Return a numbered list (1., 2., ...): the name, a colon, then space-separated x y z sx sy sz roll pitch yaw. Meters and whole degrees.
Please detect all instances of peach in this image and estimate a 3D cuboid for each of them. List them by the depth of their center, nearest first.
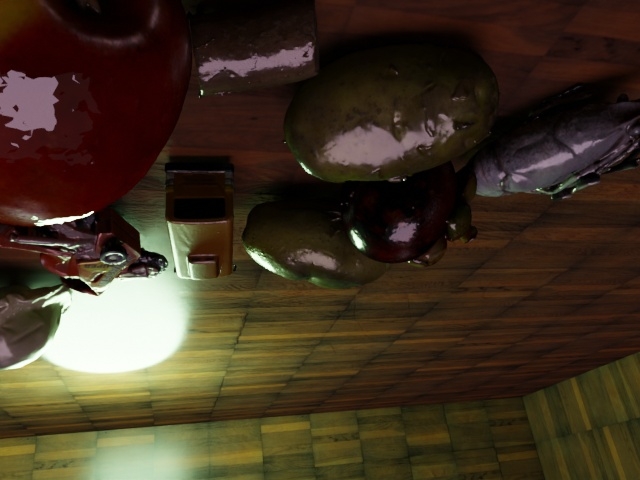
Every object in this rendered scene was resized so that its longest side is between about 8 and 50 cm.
1. peach: -0.270 -0.121 0.462 0.362 0.201 0.258 -29 147 31

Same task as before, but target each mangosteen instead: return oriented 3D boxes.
1. mangosteen: 0.125 -0.049 0.732 0.200 0.199 0.200 -6 153 -3

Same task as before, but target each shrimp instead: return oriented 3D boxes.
1. shrimp: 0.358 -0.129 0.716 0.343 0.116 0.145 -17 153 33

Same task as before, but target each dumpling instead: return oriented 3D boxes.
1. dumpling: -0.562 0.148 1.000 0.193 0.147 0.258 -46 174 1

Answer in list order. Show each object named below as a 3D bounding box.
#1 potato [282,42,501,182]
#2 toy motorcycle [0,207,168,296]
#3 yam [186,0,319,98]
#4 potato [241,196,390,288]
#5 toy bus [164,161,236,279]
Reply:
1. potato: 0.075 -0.142 0.603 0.251 0.113 0.149 -12 116 9
2. toy motorcycle: -0.365 0.011 0.830 0.171 0.089 0.298 -11 152 10
3. yam: -0.063 -0.190 0.527 0.127 0.084 0.084 -7 153 0
4. potato: 0.000 0.000 0.855 0.248 0.143 0.169 10 153 -14
5. toy bus: -0.174 -0.020 0.791 0.098 0.114 0.201 -1 152 -11
